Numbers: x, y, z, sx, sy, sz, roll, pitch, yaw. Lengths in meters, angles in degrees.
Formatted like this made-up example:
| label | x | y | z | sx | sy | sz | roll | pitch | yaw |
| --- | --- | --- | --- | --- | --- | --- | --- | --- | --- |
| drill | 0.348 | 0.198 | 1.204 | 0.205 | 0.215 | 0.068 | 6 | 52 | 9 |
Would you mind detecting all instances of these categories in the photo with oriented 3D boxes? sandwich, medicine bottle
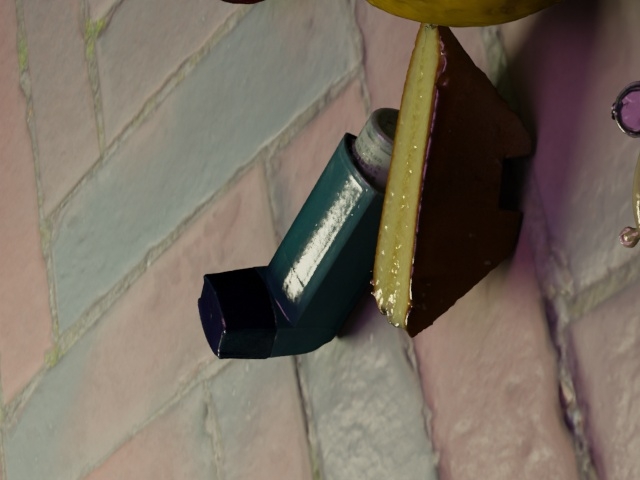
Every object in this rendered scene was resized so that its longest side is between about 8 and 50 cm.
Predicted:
| label | x | y | z | sx | sy | sz | roll | pitch | yaw |
| --- | --- | --- | --- | --- | --- | --- | --- | --- | --- |
| sandwich | 0.103 | -0.048 | 1.403 | 0.090 | 0.088 | 0.244 | -159 | 75 | -66 |
| medicine bottle | 0.000 | 0.000 | 1.518 | 0.258 | 0.124 | 0.079 | -56 | 37 | 31 |

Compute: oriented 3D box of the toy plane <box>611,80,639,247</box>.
| label | x | y | z | sx | sy | sz | roll | pitch | yaw |
| --- | --- | --- | --- | --- | --- | --- | --- | --- | --- |
| toy plane | 0.262 | -0.111 | 1.167 | 0.108 | 0.092 | 0.286 | 11 | 94 | 37 |

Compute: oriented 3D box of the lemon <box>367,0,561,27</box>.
| label | x | y | z | sx | sy | sz | roll | pitch | yaw |
| --- | --- | --- | --- | --- | --- | --- | --- | --- | --- |
| lemon | 0.096 | -0.285 | 1.301 | 0.285 | 0.285 | 0.316 | -52 | 59 | 39 |

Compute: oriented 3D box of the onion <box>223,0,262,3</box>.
| label | x | y | z | sx | sy | sz | roll | pitch | yaw |
| --- | --- | --- | --- | --- | --- | --- | --- | --- | --- |
| onion | -0.066 | -0.358 | 1.680 | 0.272 | 0.195 | 0.272 | 162 | 90 | -85 |
